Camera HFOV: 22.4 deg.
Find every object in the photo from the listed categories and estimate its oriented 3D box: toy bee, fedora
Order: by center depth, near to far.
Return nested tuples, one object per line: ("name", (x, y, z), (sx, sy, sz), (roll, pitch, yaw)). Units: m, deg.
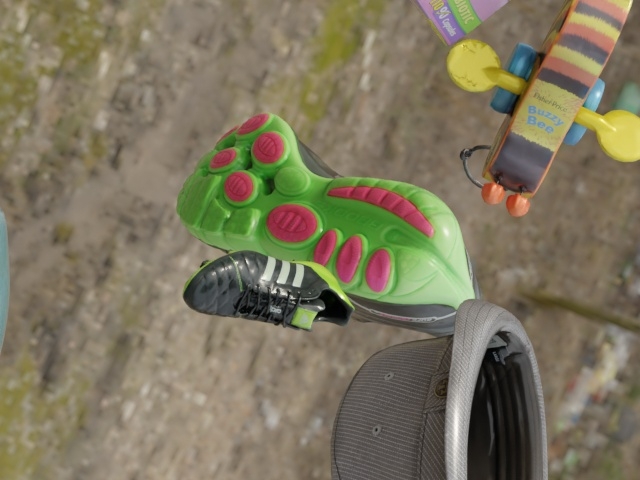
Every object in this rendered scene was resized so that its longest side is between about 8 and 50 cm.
("fedora", (0.084, 0.176, 1.187), (0.244, 0.124, 0.275), (56, 36, -51))
("toy bee", (0.214, -0.103, 1.533), (0.162, 0.195, 0.298), (-68, 161, -45))

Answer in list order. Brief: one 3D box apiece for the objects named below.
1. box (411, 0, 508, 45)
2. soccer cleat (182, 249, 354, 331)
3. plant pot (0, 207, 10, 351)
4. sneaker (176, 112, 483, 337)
("box", (0.068, -0.337, 1.480), (0.117, 0.243, 0.213), (-38, 149, 5))
("soccer cleat", (-0.041, 0.048, 1.408), (0.179, 0.072, 0.060), (2, 124, -47))
("plant pot", (-0.371, 0.021, 1.340), (0.195, 0.290, 0.290), (-56, 162, -2))
("sneaker", (0.000, 0.000, 1.859), (0.185, 0.483, 0.202), (-47, 130, -9))
